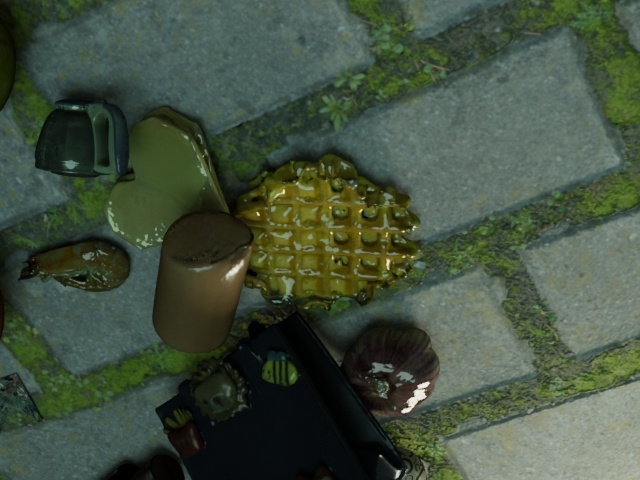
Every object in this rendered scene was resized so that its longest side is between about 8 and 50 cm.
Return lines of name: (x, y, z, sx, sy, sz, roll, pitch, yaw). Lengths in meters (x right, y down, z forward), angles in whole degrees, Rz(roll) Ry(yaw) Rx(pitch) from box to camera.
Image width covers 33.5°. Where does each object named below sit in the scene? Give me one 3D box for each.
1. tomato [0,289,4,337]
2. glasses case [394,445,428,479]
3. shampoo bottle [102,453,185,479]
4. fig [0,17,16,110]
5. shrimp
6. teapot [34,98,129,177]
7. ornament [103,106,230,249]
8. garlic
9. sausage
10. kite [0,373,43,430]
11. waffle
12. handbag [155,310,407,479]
tomato: (-0.601, 0.121, 1.559, 0.265, 0.265, 0.265, 3, 122, 5)
glasses case: (0.000, 0.401, 1.751, 0.355, 0.085, 0.137, -1, 118, 10)
shampoo bottle: (-0.362, 0.482, 1.841, 0.323, 0.084, 0.129, -40, 73, 28)
fig: (-0.502, -0.219, 1.390, 0.203, 0.203, 0.225, 24, 159, -8)
shrimp: (-0.374, 0.043, 1.612, 0.180, 0.041, 0.099, -7, 135, 11)
teapot: (-0.325, -0.139, 1.432, 0.111, 0.149, 0.108, 1, 99, -22)
ornament: (-0.201, -0.070, 1.489, 0.180, 0.059, 0.201, 29, 121, 3)
garlic: (0.102, 0.202, 1.603, 0.159, 0.102, 0.147, -22, 112, 21)
sausage: (-0.168, 0.055, 1.485, 0.123, 0.123, 0.253, 16, 146, -3)
kite: (-0.533, 0.278, 1.792, 0.139, 0.011, 0.156, 23, 121, -3)
waffle: (-0.001, 0.002, 1.517, 0.262, 0.060, 0.280, 39, 119, -16)
handbag: (-0.077, 0.304, 1.610, 0.303, 0.122, 0.329, -37, 83, 31)
